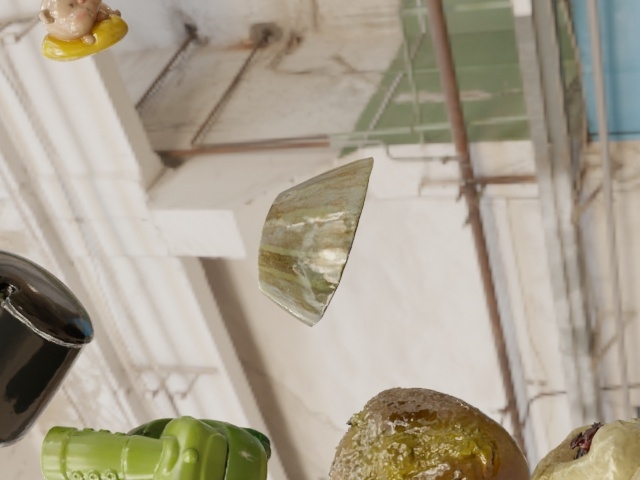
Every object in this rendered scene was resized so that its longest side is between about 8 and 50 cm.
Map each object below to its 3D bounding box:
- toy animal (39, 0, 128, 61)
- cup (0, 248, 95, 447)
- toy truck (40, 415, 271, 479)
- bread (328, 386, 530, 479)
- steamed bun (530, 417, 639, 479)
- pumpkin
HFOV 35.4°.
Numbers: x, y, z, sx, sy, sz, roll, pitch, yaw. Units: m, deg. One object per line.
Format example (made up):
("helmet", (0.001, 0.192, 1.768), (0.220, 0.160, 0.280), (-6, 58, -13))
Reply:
("toy animal", (-0.256, -0.249, 1.080), (0.114, 0.091, 0.082), (-75, -23, -50))
("cup", (-0.351, 0.102, 1.028), (0.176, 0.169, 0.223), (-46, -39, 7))
("toy truck", (-0.150, 0.237, 0.994), (0.211, 0.187, 0.148), (57, -145, -48))
("bread", (0.119, 0.293, 1.288), (0.195, 0.246, 0.176), (-52, -52, -24))
("steamed bun", (0.324, 0.255, 1.062), (0.141, 0.172, 0.155), (-40, -25, -31))
("pumpkin", (-0.015, -0.006, 1.216), (0.217, 0.110, 0.218), (-167, 90, -88))
